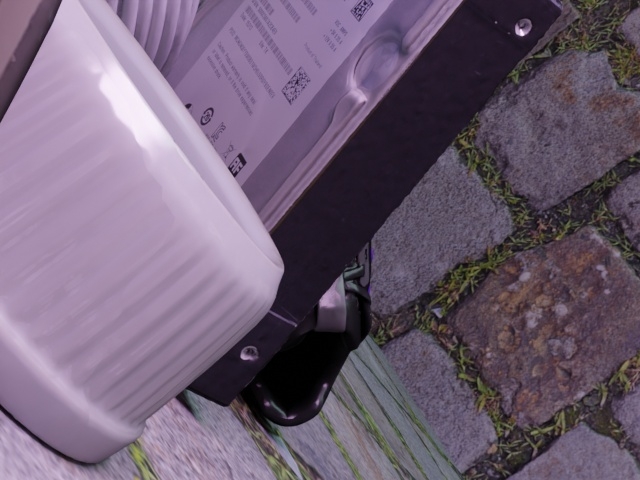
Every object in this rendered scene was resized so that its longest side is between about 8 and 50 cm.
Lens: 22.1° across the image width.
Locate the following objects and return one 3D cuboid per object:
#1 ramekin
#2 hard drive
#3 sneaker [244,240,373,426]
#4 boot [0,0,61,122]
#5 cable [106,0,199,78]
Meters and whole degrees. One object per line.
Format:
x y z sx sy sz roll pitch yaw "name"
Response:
-0.104 -0.023 0.672 0.207 0.109 0.207 55 2 -3 "ramekin"
-0.005 -0.100 0.960 0.064 0.339 0.237 31 17 -34 "hard drive"
0.001 0.000 1.102 0.146 0.102 0.293 -104 -158 -57 "sneaker"
-0.186 -0.199 0.489 0.284 0.377 0.138 18 -5 -18 "boot"
-0.152 -0.211 1.006 0.257 0.089 0.257 7 -76 62 "cable"
